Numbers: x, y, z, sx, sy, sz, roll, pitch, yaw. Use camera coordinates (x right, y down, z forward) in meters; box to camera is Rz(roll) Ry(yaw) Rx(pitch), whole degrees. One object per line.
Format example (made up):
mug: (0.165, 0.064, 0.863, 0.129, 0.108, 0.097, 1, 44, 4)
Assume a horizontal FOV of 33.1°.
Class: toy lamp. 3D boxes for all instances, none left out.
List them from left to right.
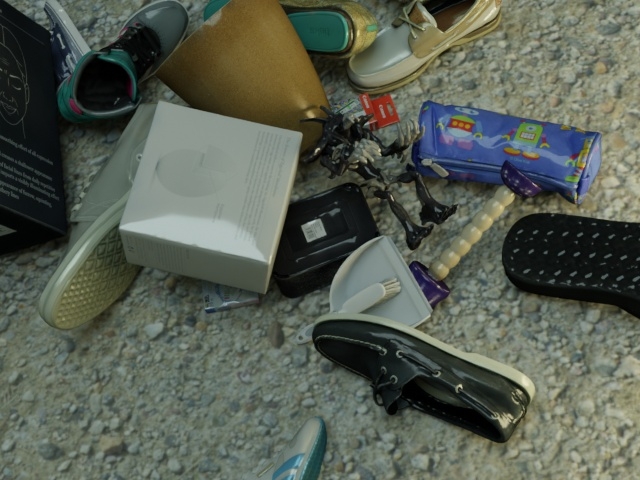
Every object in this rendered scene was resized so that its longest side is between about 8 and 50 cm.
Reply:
toy lamp: (0.217, 0.001, 1.641, 0.080, 0.080, 0.274, 45, 100, 25)

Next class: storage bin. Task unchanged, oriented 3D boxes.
storage bin: (0.000, 0.000, 1.716, 0.180, 0.084, 0.122, -21, 63, -1)

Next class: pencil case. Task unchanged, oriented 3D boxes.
pencil case: (0.289, -0.139, 1.712, 0.306, 0.119, 0.133, 12, 47, 15)

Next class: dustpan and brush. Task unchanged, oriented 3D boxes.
dustpan and brush: (0.048, 0.104, 1.654, 0.211, 0.060, 0.147, -35, 81, 32)

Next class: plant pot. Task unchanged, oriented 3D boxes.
plant pot: (-0.101, -0.254, 1.773, 0.237, 0.237, 0.254, -42, 98, -11)

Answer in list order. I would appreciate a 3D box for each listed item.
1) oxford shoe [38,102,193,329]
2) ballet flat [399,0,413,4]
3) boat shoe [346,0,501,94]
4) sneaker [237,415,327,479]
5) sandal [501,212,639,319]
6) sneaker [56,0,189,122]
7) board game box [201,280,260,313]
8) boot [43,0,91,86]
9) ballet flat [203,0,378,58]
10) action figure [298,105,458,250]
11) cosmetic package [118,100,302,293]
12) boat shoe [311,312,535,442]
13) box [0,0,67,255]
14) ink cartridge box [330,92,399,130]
oxford shoe: (-0.335, -0.050, 1.754, 0.130, 0.169, 0.449, 20, 63, 15)
ballet flat: (0.103, -0.480, 1.926, 0.091, 0.077, 0.241, -37, 50, -13)
boat shoe: (0.172, -0.365, 1.849, 0.302, 0.103, 0.113, -32, 64, -6)
sneaker: (-0.066, 0.350, 1.559, 0.092, 0.087, 0.228, 23, 69, 21)
sandal: (0.495, 0.056, 1.608, 0.446, 0.107, 0.167, 15, 67, 30)
sneaker: (-0.332, -0.310, 1.854, 0.295, 0.124, 0.178, -45, 22, -6)
board game box: (-0.147, 0.067, 1.744, 0.090, 0.020, 0.090, -11, 63, 5)
boot: (-0.484, -0.362, 1.978, 0.086, 0.069, 0.190, -32, 65, -9)
ballet flat: (-0.049, -0.377, 1.881, 0.349, 0.123, 0.123, 13, 66, 37)
action figure: (0.091, -0.125, 1.653, 0.275, 0.141, 0.164, 47, 53, 8)
cosmetic package: (-0.161, -0.064, 1.628, 0.225, 0.138, 0.224, 13, 67, 2)
boat shoe: (0.134, 0.208, 1.571, 0.340, 0.127, 0.113, 21, 58, 8)
box: (-0.592, -0.199, 1.745, 0.212, 0.293, 0.395, -14, 71, 18)
ink cartridge box: (0.072, -0.216, 1.837, 0.115, 0.029, 0.062, -18, 63, 1)
